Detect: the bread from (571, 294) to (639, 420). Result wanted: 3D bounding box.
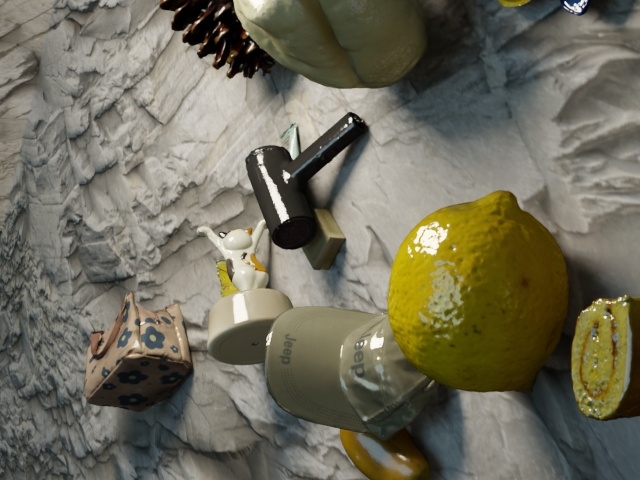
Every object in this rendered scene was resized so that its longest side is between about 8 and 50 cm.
[{"bbox_3d":[0.355,0.125,1.079,0.103,0.172,0.132,0,86,58],"label":"bread"}]

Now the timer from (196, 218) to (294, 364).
[{"bbox_3d":[-0.140,0.078,1.891,0.175,0.175,0.266,-49,43,45],"label":"timer"}]

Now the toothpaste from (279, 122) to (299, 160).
[{"bbox_3d":[-0.051,-0.118,1.881,0.056,0.036,0.205,-35,54,48],"label":"toothpaste"}]

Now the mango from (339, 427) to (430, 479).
[{"bbox_3d":[0.102,0.325,1.558,0.184,0.084,0.102,35,110,41],"label":"mango"}]

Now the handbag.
[{"bbox_3d":[-0.417,0.252,2.302,0.251,0.190,0.193,-45,45,37],"label":"handbag"}]

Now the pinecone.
[{"bbox_3d":[-0.166,-0.440,1.909,0.292,0.246,0.246,59,139,12],"label":"pinecone"}]

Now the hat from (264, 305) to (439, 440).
[{"bbox_3d":[0.052,0.173,1.509,0.149,0.244,0.214,132,146,-52],"label":"hat"}]

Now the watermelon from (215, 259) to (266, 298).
[{"bbox_3d":[-0.153,0.126,1.976,0.075,0.092,0.182,136,121,-66],"label":"watermelon"}]

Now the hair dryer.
[{"bbox_3d":[-0.019,-0.129,1.752,0.251,0.089,0.197,-43,45,27],"label":"hair dryer"}]

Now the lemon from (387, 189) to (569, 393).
[{"bbox_3d":[0.201,0.063,1.285,0.228,0.228,0.254,5,89,58],"label":"lemon"}]

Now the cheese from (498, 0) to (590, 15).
[{"bbox_3d":[0.286,-0.372,1.328,0.250,0.064,0.157,51,130,50],"label":"cheese"}]

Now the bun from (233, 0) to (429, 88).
[{"bbox_3d":[-0.008,-0.361,1.520,0.219,0.365,0.365,-45,43,6],"label":"bun"}]

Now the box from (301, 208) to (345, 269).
[{"bbox_3d":[0.000,0.000,1.786,0.083,0.035,0.079,-62,40,34],"label":"box"}]
